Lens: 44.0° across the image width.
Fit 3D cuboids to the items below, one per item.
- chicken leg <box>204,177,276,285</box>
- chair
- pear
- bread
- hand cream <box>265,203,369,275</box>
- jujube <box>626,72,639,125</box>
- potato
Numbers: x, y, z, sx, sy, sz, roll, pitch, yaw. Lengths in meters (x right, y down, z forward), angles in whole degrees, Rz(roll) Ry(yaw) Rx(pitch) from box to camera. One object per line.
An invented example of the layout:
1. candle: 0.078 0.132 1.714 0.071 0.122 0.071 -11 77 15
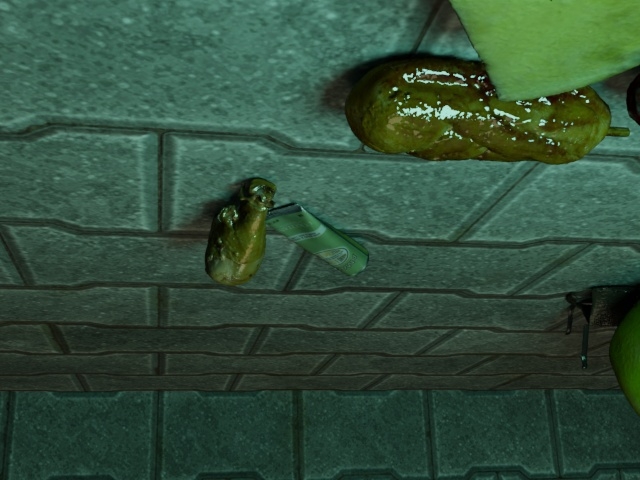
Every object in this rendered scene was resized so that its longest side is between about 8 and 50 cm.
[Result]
1. chicken leg: -0.112 -0.019 1.148 0.085 0.101 0.207 13 136 -15
2. chair: 0.625 0.162 1.740 0.174 0.149 0.213 -1 119 4
3. pear: 0.736 0.204 1.604 0.399 0.399 0.165 15 -163 -40
4. bread: 0.195 -0.129 0.860 0.344 0.084 0.124 4 160 -18
5. hand cream: 0.000 0.000 1.266 0.086 0.055 0.235 -16 150 33
6. jujube: 0.399 -0.150 0.817 0.166 0.104 0.104 -9 164 -20
7. potato: 0.172 -0.205 0.604 0.269 0.112 0.255 2 164 -2
